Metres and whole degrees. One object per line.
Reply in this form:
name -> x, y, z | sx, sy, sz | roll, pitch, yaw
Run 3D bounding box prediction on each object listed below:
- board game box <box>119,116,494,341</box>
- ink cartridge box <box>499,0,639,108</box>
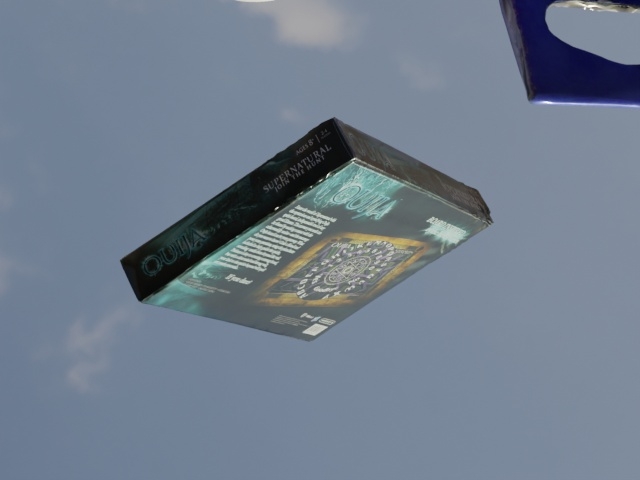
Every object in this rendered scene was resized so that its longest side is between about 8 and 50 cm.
board game box -> 0.000, 0.000, 0.917 | 0.026, 0.126, 0.186 | 63, -163, 20
ink cartridge box -> 0.117, -0.251, 0.699 | 0.270, 0.396, 0.151 | 1, -171, -27
